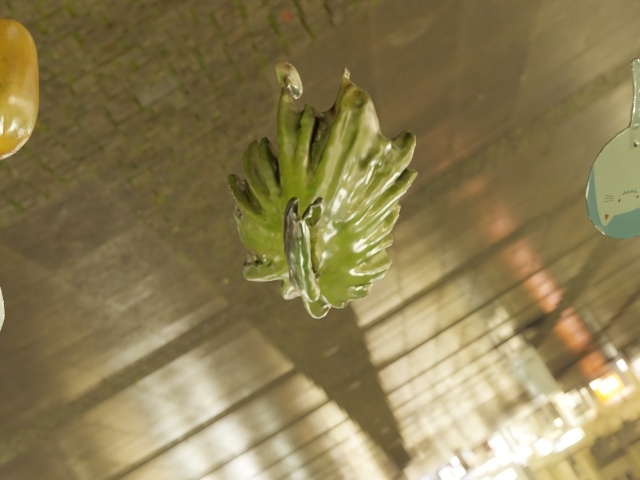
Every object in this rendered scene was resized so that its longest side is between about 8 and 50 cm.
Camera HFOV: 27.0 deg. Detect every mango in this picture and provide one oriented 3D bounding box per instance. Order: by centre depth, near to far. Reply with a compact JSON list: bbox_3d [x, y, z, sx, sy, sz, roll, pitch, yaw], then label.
[{"bbox_3d":[-0.422,-0.195,1.727,0.113,0.253,0.138,-11,131,14],"label":"mango"}]

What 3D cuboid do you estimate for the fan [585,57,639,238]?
[{"bbox_3d":[0.290,-0.083,1.230,0.113,0.175,0.005,-15,-156,-24],"label":"fan"}]

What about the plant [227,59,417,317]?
[{"bbox_3d":[-0.035,-0.002,1.183,0.333,0.180,0.251,-51,147,-59],"label":"plant"}]

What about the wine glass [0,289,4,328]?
[{"bbox_3d":[-0.385,0.067,1.126,0.196,0.165,0.165,-28,169,-38],"label":"wine glass"}]
